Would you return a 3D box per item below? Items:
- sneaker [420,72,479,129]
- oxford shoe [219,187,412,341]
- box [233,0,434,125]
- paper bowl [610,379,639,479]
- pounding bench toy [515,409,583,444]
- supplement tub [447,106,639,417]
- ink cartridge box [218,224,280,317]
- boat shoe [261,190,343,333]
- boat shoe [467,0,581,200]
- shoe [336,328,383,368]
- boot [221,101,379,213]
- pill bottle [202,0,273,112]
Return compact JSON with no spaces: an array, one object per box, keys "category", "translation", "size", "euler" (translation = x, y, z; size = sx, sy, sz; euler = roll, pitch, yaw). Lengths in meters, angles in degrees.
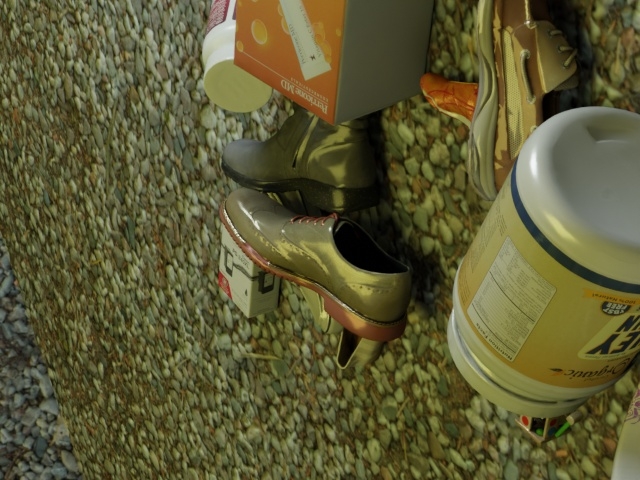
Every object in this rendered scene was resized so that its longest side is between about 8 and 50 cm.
[{"category":"sneaker","translation":[0.194,-0.177,1.849],"size":[0.175,0.064,0.067],"euler":[38,115,40]},{"category":"oxford shoe","translation":[0.000,0.000,2.112],"size":[0.348,0.123,0.130],"euler":[33,127,24]},{"category":"box","translation":[0.022,-0.360,1.900],"size":[0.215,0.168,0.345],"euler":[35,134,36]},{"category":"paper bowl","translation":[0.412,0.174,1.452],"size":[0.148,0.284,0.284],"euler":[25,139,1]},{"category":"pounding bench toy","translation":[0.296,0.227,1.865],"size":[0.083,0.052,0.065],"euler":[42,138,44]},{"category":"supplement tub","translation":[0.279,0.032,1.614],"size":[0.228,0.228,0.316],"euler":[57,148,27]},{"category":"ink cartridge box","translation":[-0.119,0.036,2.482],"size":[0.109,0.063,0.150],"euler":[45,140,42]},{"category":"boat shoe","translation":[-0.031,0.025,2.248],"size":[0.096,0.088,0.267],"euler":[118,141,-61]},{"category":"boat shoe","translation":[0.246,-0.203,1.695],"size":[0.116,0.123,0.324],"euler":[8,105,23]},{"category":"shoe","translation":[0.071,0.116,2.196],"size":[0.076,0.058,0.219],"euler":[53,145,33]},{"category":"boot","translation":[-0.028,-0.181,2.187],"size":[0.338,0.118,0.223],"euler":[15,115,45]},{"category":"pill bottle","translation":[-0.107,-0.295,2.136],"size":[0.121,0.121,0.221],"euler":[108,172,-46]}]
